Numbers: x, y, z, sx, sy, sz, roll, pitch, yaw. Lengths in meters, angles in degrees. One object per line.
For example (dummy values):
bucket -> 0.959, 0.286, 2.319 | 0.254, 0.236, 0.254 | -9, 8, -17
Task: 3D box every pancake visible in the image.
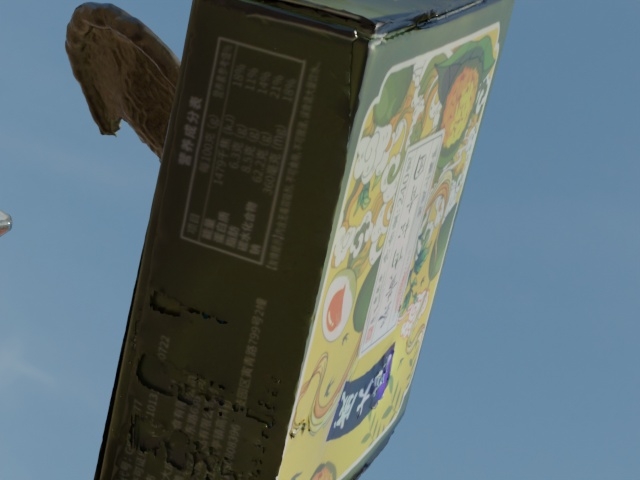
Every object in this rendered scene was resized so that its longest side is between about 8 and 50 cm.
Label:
pancake -> -0.198, -0.147, 1.709 | 0.286, 0.033, 0.288 | -5, -62, 58

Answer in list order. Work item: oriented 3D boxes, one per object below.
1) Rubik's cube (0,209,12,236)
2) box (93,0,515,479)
Rubik's cube -> -0.525, -0.009, 1.616 | 0.229, 0.233, 0.228 | 9, -31, 51
box -> 0.000, 0.000, 1.125 | 0.138, 0.373, 0.420 | 19, -71, 15
